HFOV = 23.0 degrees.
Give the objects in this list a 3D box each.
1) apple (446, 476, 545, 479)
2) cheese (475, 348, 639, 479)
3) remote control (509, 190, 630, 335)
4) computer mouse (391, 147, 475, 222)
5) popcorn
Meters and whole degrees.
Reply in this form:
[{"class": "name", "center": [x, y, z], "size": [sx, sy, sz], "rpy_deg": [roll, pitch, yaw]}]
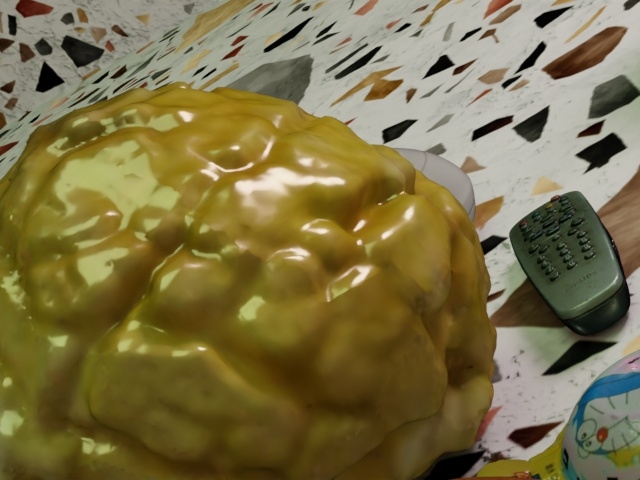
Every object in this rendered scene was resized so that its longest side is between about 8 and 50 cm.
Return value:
[{"class": "apple", "center": [0.054, 0.215, 0.756], "size": [0.293, 0.163, 0.251], "rpy_deg": [-38, 20, -15]}, {"class": "cheese", "center": [0.170, 0.126, 0.926], "size": [0.250, 0.064, 0.156], "rpy_deg": [-30, 17, 5]}, {"class": "remote control", "center": [0.191, 0.014, 1.205], "size": [0.072, 0.042, 0.222], "rpy_deg": [-31, 18, 9]}, {"class": "computer mouse", "center": [0.000, 0.000, 1.444], "size": [0.297, 0.121, 0.184], "rpy_deg": [-19, 25, 36]}, {"class": "popcorn", "center": [-0.084, 0.057, 1.093], "size": [0.390, 0.354, 0.344], "rpy_deg": [-30, 0, 16]}]
